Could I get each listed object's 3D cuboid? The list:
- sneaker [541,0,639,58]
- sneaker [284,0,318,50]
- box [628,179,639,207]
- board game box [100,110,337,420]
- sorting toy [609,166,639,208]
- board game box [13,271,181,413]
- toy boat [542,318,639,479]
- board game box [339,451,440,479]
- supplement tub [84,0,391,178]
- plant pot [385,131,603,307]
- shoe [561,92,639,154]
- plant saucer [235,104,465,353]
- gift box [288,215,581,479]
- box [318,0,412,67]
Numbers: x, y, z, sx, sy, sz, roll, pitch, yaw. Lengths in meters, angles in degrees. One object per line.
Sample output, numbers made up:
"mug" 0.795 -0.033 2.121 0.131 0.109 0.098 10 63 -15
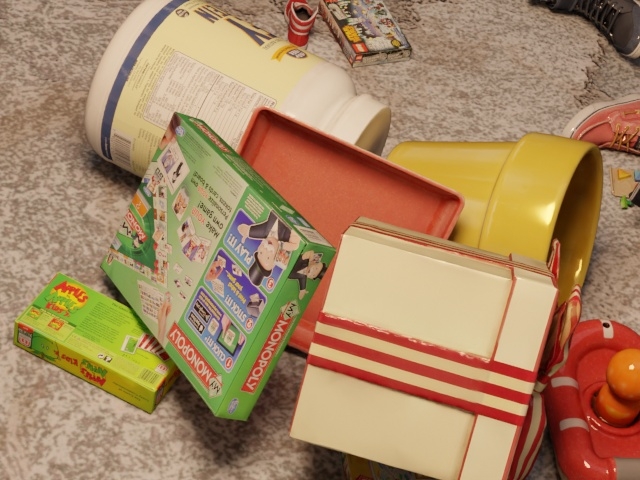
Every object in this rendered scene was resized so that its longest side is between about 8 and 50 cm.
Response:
"sneaker" 0.404 -0.361 2.318 0.163 0.086 0.226 10 34 -20
"sneaker" -0.028 -0.333 2.202 0.042 0.067 0.118 6 45 -9
"box" 0.640 -0.095 2.026 0.343 0.179 0.312 33 40 9
"board game box" -0.122 0.020 1.665 0.046 0.213 0.317 14 21 -39
"sorting toy" 0.432 -0.071 2.106 0.062 0.012 0.083 10 45 -5
"board game box" -0.246 0.115 1.726 0.181 0.043 0.092 26 45 10
"toy boat" 0.343 0.180 1.740 0.151 0.151 0.231 4 46 -11
"board game box" 0.075 0.242 1.697 0.103 0.026 0.154 1 46 -14
"supplement tub" -0.100 -0.146 1.883 0.325 0.235 0.235 27 46 11
"plant pot" 0.194 -0.020 1.847 0.239 0.254 0.254 15 43 21
"shoe" 0.425 -0.154 2.148 0.178 0.063 0.081 -21 50 -36
"plant saucer" 0.000 0.000 1.755 0.259 0.258 0.047 24 21 -1
"gift box" 0.131 0.105 1.612 0.258 0.255 0.276 16 12 6
"box" 0.065 -0.312 2.235 0.094 0.027 0.137 -11 50 -22
